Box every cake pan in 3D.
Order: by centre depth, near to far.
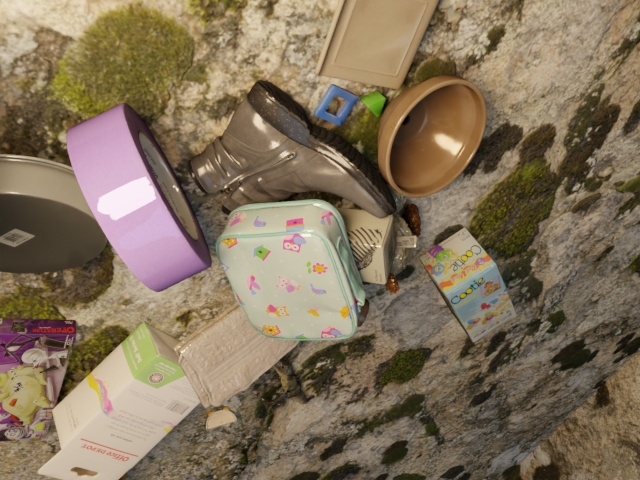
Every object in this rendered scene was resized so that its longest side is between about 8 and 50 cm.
[{"bbox_3d":[-0.463,-0.026,0.888,0.292,0.054,0.293,-8,153,-4],"label":"cake pan"}]

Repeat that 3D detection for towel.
[{"bbox_3d":[-0.173,0.226,1.267,0.282,0.049,0.187,-37,125,-26],"label":"towel"}]

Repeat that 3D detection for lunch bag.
[{"bbox_3d":[-0.040,0.060,1.021,0.223,0.108,0.279,-6,131,16],"label":"lunch bag"}]

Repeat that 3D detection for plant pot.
[{"bbox_3d":[0.190,-0.207,1.090,0.237,0.110,0.238,-20,132,-24],"label":"plant pot"}]

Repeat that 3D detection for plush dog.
[{"bbox_3d":[0.135,0.020,1.255,0.262,0.211,0.225,-43,162,16],"label":"plush dog"}]

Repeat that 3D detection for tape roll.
[{"bbox_3d":[-0.266,-0.063,0.873,0.090,0.275,0.275,-27,137,-4],"label":"tape roll"}]

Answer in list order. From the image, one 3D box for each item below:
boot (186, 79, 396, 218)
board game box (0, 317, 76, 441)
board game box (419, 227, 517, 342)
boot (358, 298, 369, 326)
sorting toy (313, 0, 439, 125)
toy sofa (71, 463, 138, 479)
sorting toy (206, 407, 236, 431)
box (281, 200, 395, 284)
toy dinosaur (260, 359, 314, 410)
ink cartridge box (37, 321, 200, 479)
[{"bbox_3d":[-0.048,-0.101,1.030,0.338,0.118,0.223,38,111,-12],"label":"boot"},{"bbox_3d":[-0.642,0.293,1.178,0.208,0.056,0.347,9,125,-29],"label":"board game box"},{"bbox_3d":[0.385,0.121,1.492,0.144,0.142,0.275,-33,137,4],"label":"board game box"},{"bbox_3d":[-0.027,0.115,1.273,0.220,0.283,0.109,24,90,-8],"label":"boot"},{"bbox_3d":[0.092,-0.355,0.963,0.195,0.047,0.348,-2,131,-33],"label":"sorting toy"},{"bbox_3d":[-0.518,0.634,1.328,0.177,0.363,0.150,2,130,-16],"label":"toy sofa"},{"bbox_3d":[-0.275,0.496,1.569,0.083,0.045,0.075,-11,141,-20],"label":"sorting toy"},{"bbox_3d":[0.000,0.000,1.101,0.274,0.094,0.113,6,137,18],"label":"box"},{"bbox_3d":[-0.096,0.419,1.578,0.118,0.064,0.268,-33,141,-6],"label":"toy dinosaur"},{"bbox_3d":[-0.431,0.371,1.272,0.353,0.119,0.207,-44,136,1],"label":"ink cartridge box"}]
